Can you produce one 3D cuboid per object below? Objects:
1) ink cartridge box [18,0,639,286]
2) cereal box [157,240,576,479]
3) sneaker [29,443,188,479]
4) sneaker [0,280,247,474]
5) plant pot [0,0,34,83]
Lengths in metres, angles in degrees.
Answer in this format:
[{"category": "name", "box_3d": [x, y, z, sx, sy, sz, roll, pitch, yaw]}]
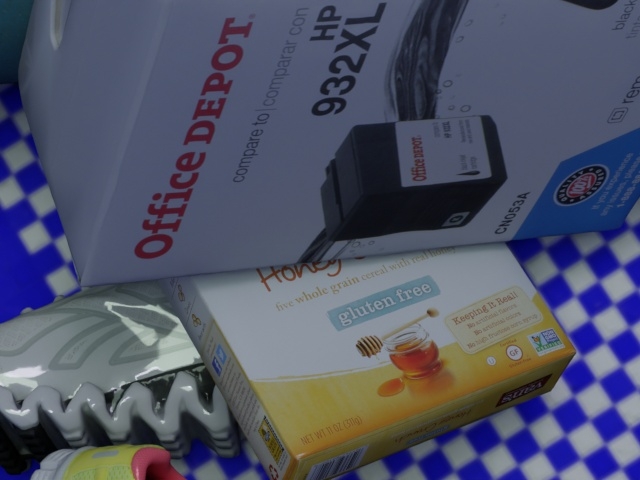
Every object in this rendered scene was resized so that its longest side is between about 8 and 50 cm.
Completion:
[{"category": "ink cartridge box", "box_3d": [0.032, -0.101, 0.933, 0.307, 0.223, 0.129, -6, 57, -23]}, {"category": "cereal box", "box_3d": [0.000, 0.000, 1.025, 0.173, 0.047, 0.240, -19, 63, -26]}, {"category": "sneaker", "box_3d": [-0.058, 0.185, 0.998, 0.208, 0.094, 0.081, 49, 44, -16]}, {"category": "sneaker", "box_3d": [-0.104, 0.061, 1.060, 0.292, 0.110, 0.118, -2, 71, -5]}, {"category": "plant pot", "box_3d": [-0.108, -0.213, 1.036, 0.255, 0.271, 0.272, -2, 79, -9]}]
